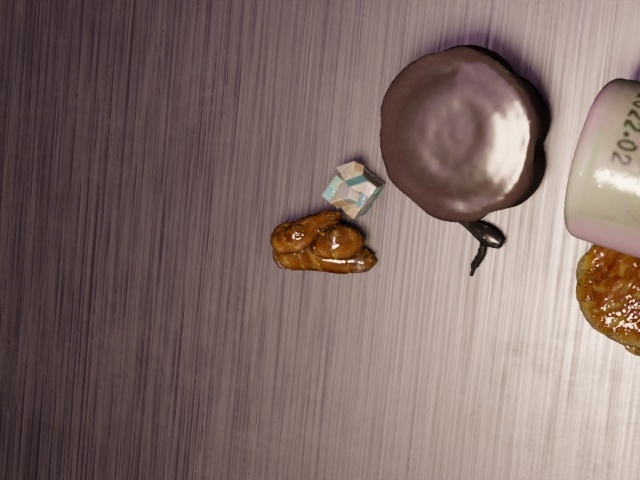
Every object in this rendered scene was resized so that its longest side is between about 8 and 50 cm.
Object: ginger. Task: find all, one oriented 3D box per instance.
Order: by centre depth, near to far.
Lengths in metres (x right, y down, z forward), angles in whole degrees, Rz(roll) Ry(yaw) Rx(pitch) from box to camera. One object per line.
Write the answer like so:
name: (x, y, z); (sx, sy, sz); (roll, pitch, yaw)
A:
ginger: (0.000, 0.000, 1.909); (0.162, 0.103, 0.073); (4, 61, 16)

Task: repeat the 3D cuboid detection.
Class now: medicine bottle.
medicine bottle: (0.517, -0.055, 1.610); (0.388, 0.219, 0.219); (18, 101, 22)

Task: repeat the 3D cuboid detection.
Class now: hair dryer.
hair dryer: (0.219, 0.010, 1.853); (0.079, 0.031, 0.083); (33, 115, 29)

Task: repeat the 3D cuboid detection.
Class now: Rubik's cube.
Rubik's cube: (0.044, -0.078, 1.891); (0.073, 0.084, 0.075); (39, 92, 12)

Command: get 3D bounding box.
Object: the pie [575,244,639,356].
pie: (0.432, 0.072, 1.737); (0.193, 0.079, 0.163); (21, 97, 23)

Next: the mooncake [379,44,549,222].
mooncake: (0.200, -0.146, 1.786); (0.245, 0.133, 0.245); (2, 95, 23)
